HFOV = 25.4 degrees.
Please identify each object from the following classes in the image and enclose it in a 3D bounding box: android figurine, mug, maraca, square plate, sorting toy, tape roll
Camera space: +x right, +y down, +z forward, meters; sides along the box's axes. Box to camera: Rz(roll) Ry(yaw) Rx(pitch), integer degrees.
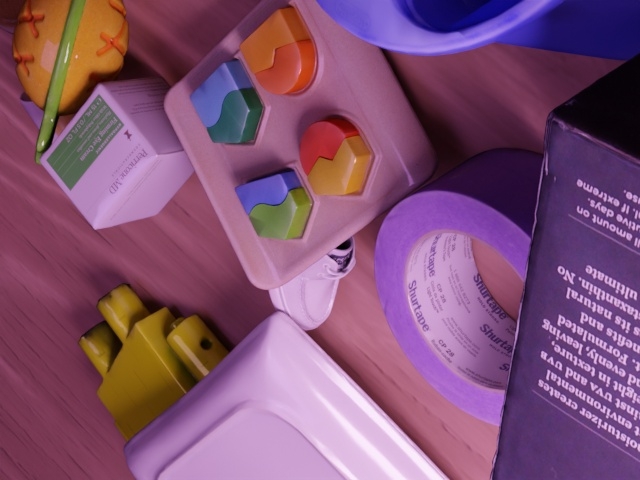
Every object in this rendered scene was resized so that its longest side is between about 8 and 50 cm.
[{"bbox_3d":[-0.145,0.178,1.463,0.273,0.056,0.248,49,142,13],"label":"android figurine"},{"bbox_3d":[-0.247,-0.120,1.368,0.078,0.062,0.064,34,149,58],"label":"mug"},{"bbox_3d":[-0.227,-0.159,1.262,0.099,0.127,0.186,16,112,-6],"label":"maraca"},{"bbox_3d":[-0.008,0.264,1.308,0.344,0.049,0.347,46,139,-1],"label":"square plate"},{"bbox_3d":[-0.027,-0.084,1.096,0.208,0.038,0.193,-35,77,39],"label":"sorting toy"},{"bbox_3d":[0.133,0.035,1.021,0.189,0.080,0.189,29,135,33],"label":"tape roll"}]

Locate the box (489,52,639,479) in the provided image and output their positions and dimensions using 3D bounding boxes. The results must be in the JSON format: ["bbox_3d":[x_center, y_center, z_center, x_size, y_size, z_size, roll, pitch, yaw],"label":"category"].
[{"bbox_3d":[0.246,0.037,0.713,0.182,0.296,0.294,32,137,30],"label":"box"}]

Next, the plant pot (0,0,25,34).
[{"bbox_3d":[-0.310,-0.297,1.340,0.236,0.032,0.236,28,133,34],"label":"plant pot"}]

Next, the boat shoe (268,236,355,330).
[{"bbox_3d":[0.000,0.000,1.172,0.063,0.066,0.184,26,123,38],"label":"boat shoe"}]

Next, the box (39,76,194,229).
[{"bbox_3d":[-0.169,-0.078,1.249,0.087,0.102,0.101,49,117,11],"label":"box"}]

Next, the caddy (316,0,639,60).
[{"bbox_3d":[0.108,-0.246,0.668,0.241,0.179,0.341,38,111,42],"label":"caddy"}]
